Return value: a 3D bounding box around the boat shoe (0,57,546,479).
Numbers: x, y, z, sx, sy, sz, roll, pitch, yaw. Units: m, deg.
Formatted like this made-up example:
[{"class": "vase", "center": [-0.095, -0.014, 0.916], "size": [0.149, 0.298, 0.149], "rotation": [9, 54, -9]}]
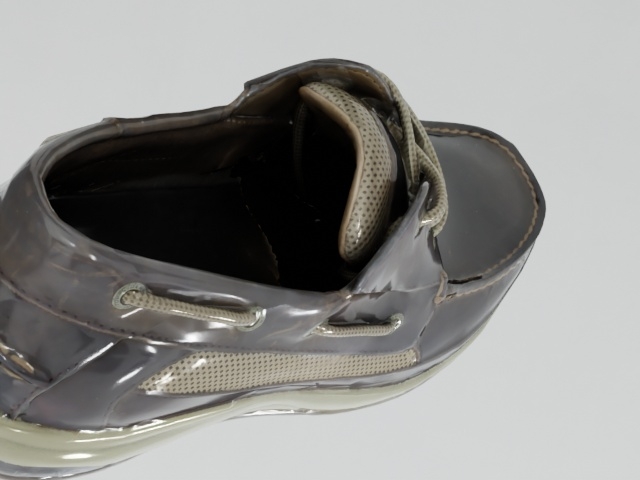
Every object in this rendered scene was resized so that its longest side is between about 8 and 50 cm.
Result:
[{"class": "boat shoe", "center": [0.000, 0.000, 0.544], "size": [0.355, 0.132, 0.130], "rotation": [-19, 159, -47]}]
